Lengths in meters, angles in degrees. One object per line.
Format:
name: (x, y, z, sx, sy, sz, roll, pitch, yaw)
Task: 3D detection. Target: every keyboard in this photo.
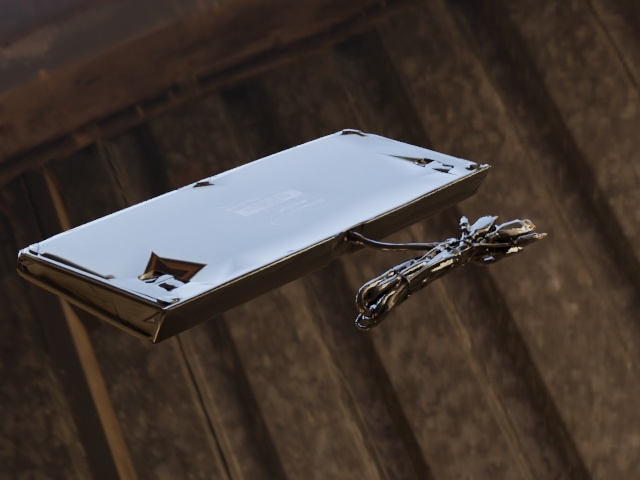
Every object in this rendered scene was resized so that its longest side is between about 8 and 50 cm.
keyboard: (0.000, 0.000, 0.948, 0.201, 0.033, 0.317, 18, -153, 33)
